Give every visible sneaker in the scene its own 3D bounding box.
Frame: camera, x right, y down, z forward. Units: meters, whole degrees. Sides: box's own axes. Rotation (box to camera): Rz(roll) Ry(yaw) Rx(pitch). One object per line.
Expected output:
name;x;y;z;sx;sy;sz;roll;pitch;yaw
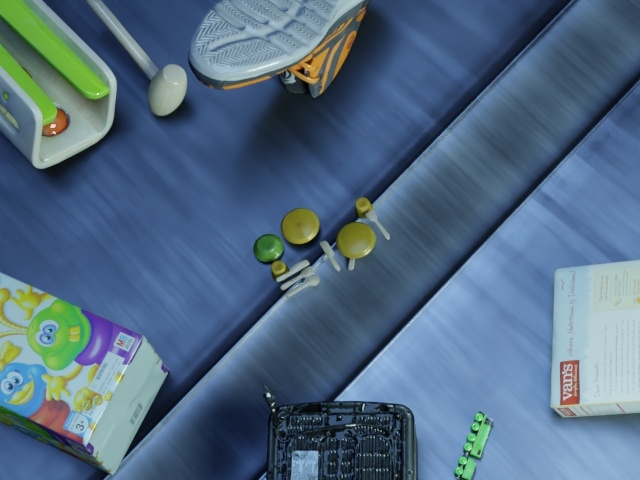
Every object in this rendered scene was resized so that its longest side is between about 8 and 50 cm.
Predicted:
sneaker;-0.040;-0.227;1.925;0.124;0.180;0.321;41;52;19

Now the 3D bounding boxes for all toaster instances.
toaster;0.023;0.261;1.774;0.168;0.110;0.186;-2;69;6

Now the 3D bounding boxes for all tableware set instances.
tableware set;0.000;0.000;1.931;0.154;0.024;0.104;-31;65;-4

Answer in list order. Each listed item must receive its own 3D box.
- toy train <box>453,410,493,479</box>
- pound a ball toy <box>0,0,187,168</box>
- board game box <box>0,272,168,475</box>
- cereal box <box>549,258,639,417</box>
toy train;0.174;0.234;1.816;0.024;0.017;0.083;22;72;5
pound a ball toy;-0.346;-0.222;2.023;0.208;0.136;0.319;-32;65;-33
board game box;-0.340;0.139;1.853;0.275;0.142;0.144;22;73;15
cereal box;0.376;0.104;1.782;0.240;0.047;0.173;-7;64;28
